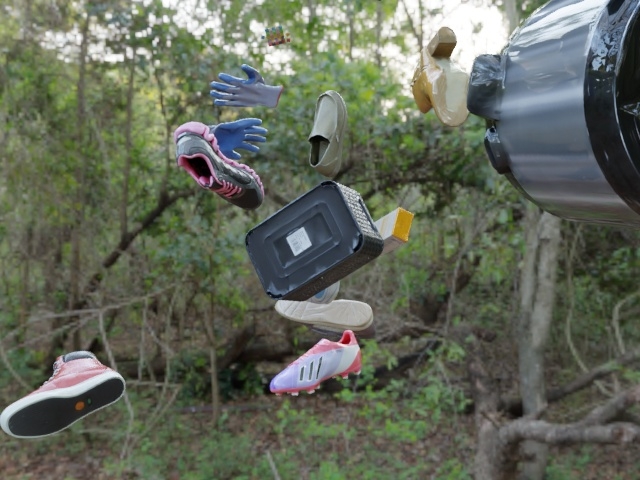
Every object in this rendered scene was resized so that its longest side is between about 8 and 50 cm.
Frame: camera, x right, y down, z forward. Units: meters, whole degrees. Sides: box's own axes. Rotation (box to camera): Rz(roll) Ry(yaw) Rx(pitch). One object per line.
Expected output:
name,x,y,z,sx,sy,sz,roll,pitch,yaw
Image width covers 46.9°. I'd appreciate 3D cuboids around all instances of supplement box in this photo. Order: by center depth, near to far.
supplement box,0.133,-0.015,1.412,0.036,0.062,0.098,26,-27,-19

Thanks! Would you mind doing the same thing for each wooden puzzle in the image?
wooden puzzle,-0.125,-0.567,2.048,0.083,0.049,0.006,-17,14,-11

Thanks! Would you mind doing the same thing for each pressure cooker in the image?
pressure cooker,0.435,-0.194,1.041,0.375,0.369,0.420,-40,11,-6

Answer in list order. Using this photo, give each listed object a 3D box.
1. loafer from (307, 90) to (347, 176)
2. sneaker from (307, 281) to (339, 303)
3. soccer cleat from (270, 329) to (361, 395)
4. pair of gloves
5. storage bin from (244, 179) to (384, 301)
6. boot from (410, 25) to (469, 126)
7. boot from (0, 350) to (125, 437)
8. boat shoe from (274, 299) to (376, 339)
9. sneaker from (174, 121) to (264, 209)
loafer,0.010,-0.182,1.246,0.056,0.147,0.050,-3,-4,39
sneaker,0.000,0.000,1.386,0.086,0.237,0.085,15,-16,-38
soccer cleat,-0.011,0.248,1.489,0.248,0.095,0.083,-8,-2,-45
pair of gloves,-0.151,-0.235,1.379,0.159,0.198,0.023,-2,41,-42
storage bin,-0.011,0.004,1.130,0.180,0.122,0.084,-32,-19,19
boot,0.300,-0.373,1.884,0.104,0.295,0.211,3,-23,-10
boot,-0.548,0.305,1.505,0.244,0.088,0.176,-18,29,-39
boat shoe,0.012,0.195,1.843,0.285,0.092,0.103,5,42,34
sneaker,-0.103,-0.063,0.744,0.047,0.057,0.119,-33,-55,23
